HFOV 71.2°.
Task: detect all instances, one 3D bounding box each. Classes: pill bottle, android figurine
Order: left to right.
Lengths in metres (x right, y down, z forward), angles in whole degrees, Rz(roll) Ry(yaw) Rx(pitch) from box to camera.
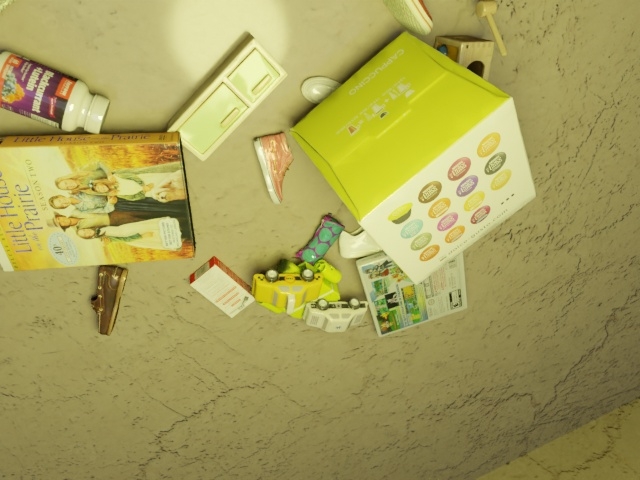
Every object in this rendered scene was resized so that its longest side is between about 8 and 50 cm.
[{"bbox_3d":[-0.533,-0.284,0.893,0.194,0.108,0.108,18,113,-25],"label":"pill bottle"},{"bbox_3d":[-0.055,0.144,1.280,0.248,0.056,0.273,-31,138,22],"label":"android figurine"}]

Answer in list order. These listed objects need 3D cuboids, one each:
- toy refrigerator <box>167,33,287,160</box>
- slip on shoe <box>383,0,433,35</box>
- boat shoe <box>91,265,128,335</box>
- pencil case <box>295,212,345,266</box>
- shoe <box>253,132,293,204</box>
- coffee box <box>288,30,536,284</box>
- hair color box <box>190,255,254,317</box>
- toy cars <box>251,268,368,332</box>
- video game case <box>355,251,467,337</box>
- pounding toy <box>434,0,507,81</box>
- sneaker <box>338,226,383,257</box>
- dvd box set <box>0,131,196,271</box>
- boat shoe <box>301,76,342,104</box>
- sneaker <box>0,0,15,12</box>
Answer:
[{"bbox_3d":[-0.206,-0.310,0.981,0.269,0.094,0.102,-42,122,10],"label":"toy refrigerator"},{"bbox_3d":[0.155,-0.577,0.918,0.101,0.123,0.331,-37,118,3],"label":"slip on shoe"},{"bbox_3d":[-0.560,0.156,1.172,0.073,0.073,0.206,13,108,-21],"label":"boat shoe"},{"bbox_3d":[0.000,0.000,1.242,0.070,0.064,0.151,25,111,-28],"label":"pencil case"},{"bbox_3d":[-0.101,-0.176,1.107,0.081,0.063,0.177,-16,119,-1],"label":"shoe"},{"bbox_3d":[0.199,-0.172,0.986,0.338,0.338,0.334,-39,140,8],"label":"coffee box"},{"bbox_3d":[-0.271,0.131,1.249,0.093,0.053,0.167,-38,121,7],"label":"hair color box"},{"bbox_3d":[-0.017,0.183,1.225,0.176,0.087,0.394,-32,136,24],"label":"toy cars"},{"bbox_3d":[0.281,0.135,1.329,0.300,0.036,0.329,-19,129,1],"label":"video game case"},{"bbox_3d":[0.330,-0.428,1.012,0.094,0.181,0.206,-7,121,-12],"label":"pounding toy"},{"bbox_3d":[0.157,-0.010,1.280,0.212,0.080,0.094,-9,110,-9],"label":"sneaker"},{"bbox_3d":[-0.503,-0.080,0.976,0.421,0.062,0.307,-3,126,-11],"label":"dvd box set"},{"bbox_3d":[0.045,-0.333,1.057,0.184,0.063,0.066,17,114,-24],"label":"boat shoe"},{"bbox_3d":[-0.623,-0.467,0.772,0.293,0.102,0.146,-35,119,0],"label":"sneaker"}]
